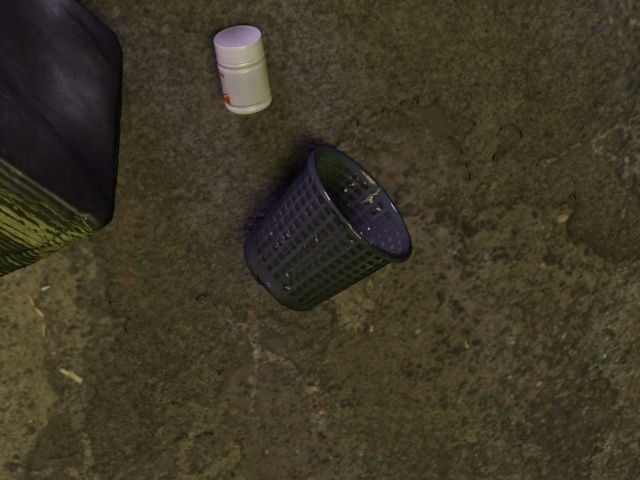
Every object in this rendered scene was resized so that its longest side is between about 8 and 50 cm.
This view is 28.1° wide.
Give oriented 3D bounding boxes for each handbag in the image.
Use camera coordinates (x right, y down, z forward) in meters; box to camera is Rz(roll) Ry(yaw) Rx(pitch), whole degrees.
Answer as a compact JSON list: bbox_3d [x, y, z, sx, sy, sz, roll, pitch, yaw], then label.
[{"bbox_3d":[-0.355,-0.118,1.275,0.240,0.341,0.247,-28,135,24],"label":"handbag"}]

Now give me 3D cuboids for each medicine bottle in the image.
[{"bbox_3d":[-0.089,-0.195,1.465,0.057,0.057,0.089,-15,127,-9],"label":"medicine bottle"}]

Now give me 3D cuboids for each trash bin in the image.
[{"bbox_3d":[0.000,0.000,1.572,0.175,0.175,0.161,32,119,-33],"label":"trash bin"}]
